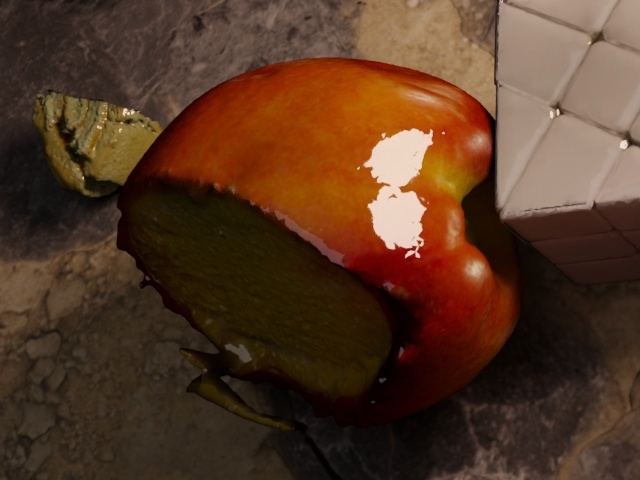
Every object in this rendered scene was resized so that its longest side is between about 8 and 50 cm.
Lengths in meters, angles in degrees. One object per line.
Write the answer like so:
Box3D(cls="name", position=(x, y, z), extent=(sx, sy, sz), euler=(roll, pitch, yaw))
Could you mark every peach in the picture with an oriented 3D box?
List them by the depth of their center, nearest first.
Box3D(cls="peach", position=(0.020, -0.009, 1.516), extent=(0.406, 0.335, 0.310), euler=(4, 37, 49))

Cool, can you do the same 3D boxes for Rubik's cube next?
Box3D(cls="Rubik's cube", position=(0.297, -0.100, 1.466), extent=(0.221, 0.224, 0.231), euler=(-8, 67, 27))

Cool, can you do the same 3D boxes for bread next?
Box3D(cls="bread", position=(-0.265, -0.103, 1.850), extent=(0.156, 0.103, 0.110), euler=(12, 87, 37))
